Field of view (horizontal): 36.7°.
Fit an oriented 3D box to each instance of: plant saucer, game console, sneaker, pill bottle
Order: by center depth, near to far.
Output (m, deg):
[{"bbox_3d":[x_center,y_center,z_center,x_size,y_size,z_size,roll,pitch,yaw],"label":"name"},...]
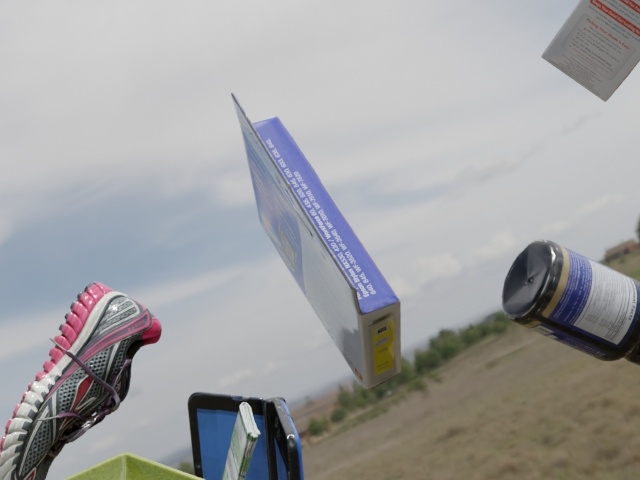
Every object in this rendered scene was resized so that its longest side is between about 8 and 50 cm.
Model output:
[{"bbox_3d":[-0.215,0.281,0.952,0.188,0.045,0.188,-18,14,-42],"label":"plant saucer"},{"bbox_3d":[-0.305,0.200,1.197,0.121,0.112,0.299,116,180,-74],"label":"sneaker"},{"bbox_3d":[0.370,0.092,1.323,0.219,0.123,0.123,24,-27,-15],"label":"pill bottle"},{"bbox_3d":[-0.127,0.432,1.676,0.173,0.293,0.250,-7,15,-10],"label":"game console"}]

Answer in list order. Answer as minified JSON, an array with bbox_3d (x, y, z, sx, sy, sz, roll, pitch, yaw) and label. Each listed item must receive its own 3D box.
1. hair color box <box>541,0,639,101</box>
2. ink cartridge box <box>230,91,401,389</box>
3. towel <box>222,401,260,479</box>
[{"bbox_3d":[0.327,-0.244,1.049,0.053,0.093,0.167,-49,-7,-42],"label":"hair color box"},{"bbox_3d":[0.000,0.000,1.198,0.072,0.304,0.307,-26,-27,-12],"label":"ink cartridge box"},{"bbox_3d":[-0.134,0.363,1.616,0.023,0.152,0.113,10,16,-15],"label":"towel"}]
